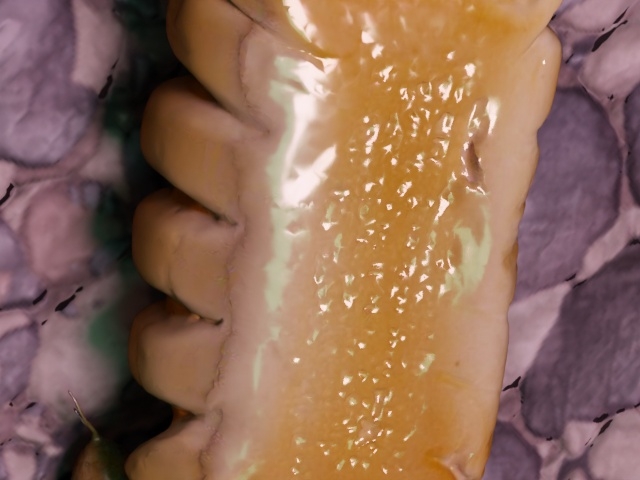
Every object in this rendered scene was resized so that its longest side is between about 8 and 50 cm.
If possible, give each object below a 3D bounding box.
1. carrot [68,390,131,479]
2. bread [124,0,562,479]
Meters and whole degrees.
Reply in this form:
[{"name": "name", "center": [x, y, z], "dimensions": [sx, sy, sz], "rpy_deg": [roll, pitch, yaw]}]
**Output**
[{"name": "carrot", "center": [-0.081, 0.204, 0.869], "dimensions": [0.078, 0.078, 0.298], "rpy_deg": [-15, 109, -23]}, {"name": "bread", "center": [0.000, 0.000, 0.805], "dimensions": [0.173, 0.121, 0.311], "rpy_deg": [3, 105, -27]}]
